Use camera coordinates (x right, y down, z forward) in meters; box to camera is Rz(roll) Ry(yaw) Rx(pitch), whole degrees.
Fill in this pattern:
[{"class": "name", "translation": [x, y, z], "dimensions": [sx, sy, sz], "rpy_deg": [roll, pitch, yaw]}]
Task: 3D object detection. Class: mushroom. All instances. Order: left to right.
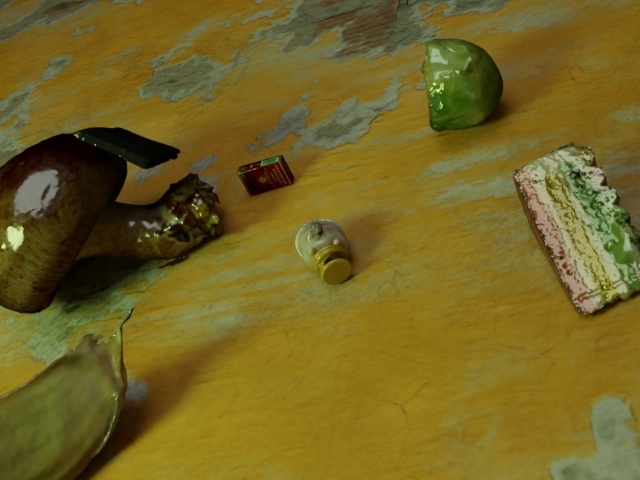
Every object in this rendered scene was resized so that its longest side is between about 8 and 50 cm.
[{"class": "mushroom", "translation": [-0.384, -0.023, 1.435], "dimensions": [0.334, 0.356, 0.331], "rpy_deg": [-60, 31, 11]}]

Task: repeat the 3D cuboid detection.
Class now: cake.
[{"class": "cake", "translation": [0.329, -0.006, 1.085], "dimensions": [0.109, 0.090, 0.225], "rpy_deg": [-22, 56, 5]}]

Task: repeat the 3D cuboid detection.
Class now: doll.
[{"class": "doll", "translation": [0.000, 0.000, 1.247], "dimensions": [0.073, 0.084, 0.127], "rpy_deg": [-28, 44, 0]}]

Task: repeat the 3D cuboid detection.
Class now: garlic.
[{"class": "garlic", "translation": [-0.358, 0.234, 1.119], "dimensions": [0.338, 0.196, 0.151], "rpy_deg": [-26, 50, -10]}]

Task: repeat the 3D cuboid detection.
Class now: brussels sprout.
[{"class": "brussels sprout", "translation": [0.221, -0.245, 1.353], "dimensions": [0.122, 0.149, 0.151], "rpy_deg": [-5, 56, 3]}]

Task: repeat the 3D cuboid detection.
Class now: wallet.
[{"class": "wallet", "translation": [-0.303, -0.154, 1.388], "dimensions": [0.244, 0.124, 0.025], "rpy_deg": [-80, 11, -81]}]

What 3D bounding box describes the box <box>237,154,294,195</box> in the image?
[{"class": "box", "translation": [-0.092, -0.109, 1.460], "dimensions": [0.082, 0.051, 0.023], "rpy_deg": [-14, 38, 18]}]
